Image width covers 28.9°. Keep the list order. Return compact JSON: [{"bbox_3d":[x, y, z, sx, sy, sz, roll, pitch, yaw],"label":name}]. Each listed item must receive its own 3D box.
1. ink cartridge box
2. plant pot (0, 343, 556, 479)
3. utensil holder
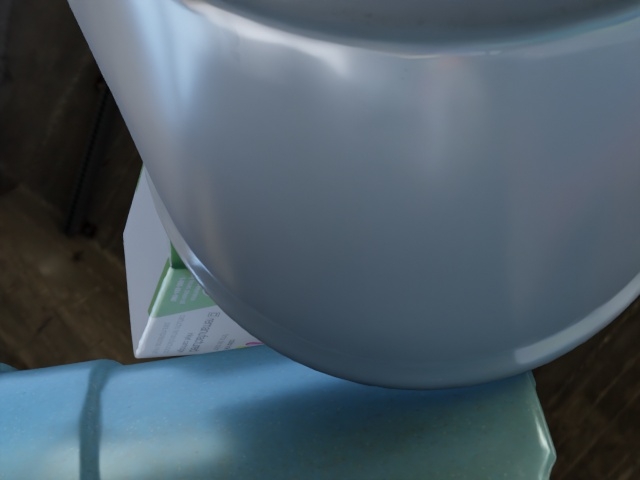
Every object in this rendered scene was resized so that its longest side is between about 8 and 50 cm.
[{"bbox_3d":[0.000,0.000,0.962,0.201,0.278,0.117,122,-38,-62],"label":"ink cartridge box"},{"bbox_3d":[-0.017,0.203,0.775,0.334,0.341,0.341,-14,-75,1],"label":"plant pot"},{"bbox_3d":[0.045,-0.132,0.550,0.328,0.385,0.327,-1,-108,4],"label":"utensil holder"}]
